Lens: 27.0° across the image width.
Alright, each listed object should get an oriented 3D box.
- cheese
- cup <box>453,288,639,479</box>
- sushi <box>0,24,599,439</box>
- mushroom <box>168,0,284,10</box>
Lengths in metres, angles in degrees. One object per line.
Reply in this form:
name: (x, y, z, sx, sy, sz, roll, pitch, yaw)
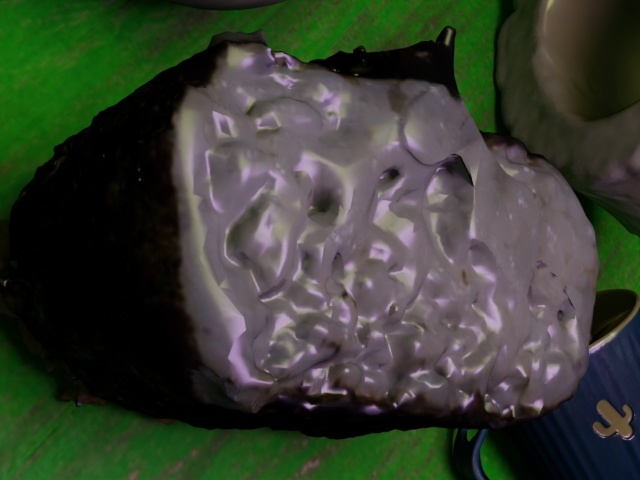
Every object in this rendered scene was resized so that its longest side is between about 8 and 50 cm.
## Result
cheese: (0.310, -0.170, 1.053, 0.153, 0.332, 0.292, 26, 42, -33)
cup: (0.185, 0.143, 0.954, 0.176, 0.131, 0.155, -32, 99, -17)
sushi: (0.000, 0.000, 0.765, 0.348, 0.207, 0.234, 16, 71, -37)
mushroom: (-0.028, -0.297, 0.832, 0.315, 0.315, 0.356, 48, 18, -16)
